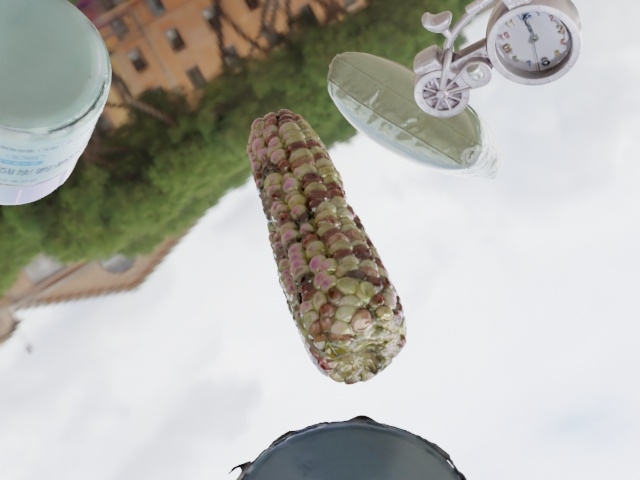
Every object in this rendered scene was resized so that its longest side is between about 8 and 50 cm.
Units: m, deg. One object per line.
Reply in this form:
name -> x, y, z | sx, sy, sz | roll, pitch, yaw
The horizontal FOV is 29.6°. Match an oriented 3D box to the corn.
corn -> 0.000, 0.000, 1.051 | 0.092, 0.092, 0.281 | -27, -130, 8

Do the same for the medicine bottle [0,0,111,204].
medicine bottle -> -0.249, -0.113, 0.988 | 0.135, 0.135, 0.168 | -37, 179, -27

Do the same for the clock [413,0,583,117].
clock -> 0.115, -0.136, 0.841 | 0.129, 0.087, 0.041 | -25, -148, 29

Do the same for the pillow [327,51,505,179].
pillow -> 0.142, -0.175, 1.759 | 0.120, 0.255, 0.322 | -58, 169, 7

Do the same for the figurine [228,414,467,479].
figurine -> -0.002, 0.339, 1.066 | 0.276, 0.388, 0.248 | -22, -137, -24
